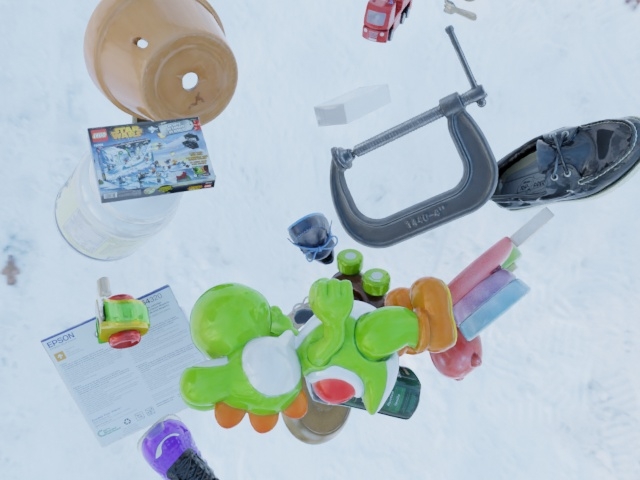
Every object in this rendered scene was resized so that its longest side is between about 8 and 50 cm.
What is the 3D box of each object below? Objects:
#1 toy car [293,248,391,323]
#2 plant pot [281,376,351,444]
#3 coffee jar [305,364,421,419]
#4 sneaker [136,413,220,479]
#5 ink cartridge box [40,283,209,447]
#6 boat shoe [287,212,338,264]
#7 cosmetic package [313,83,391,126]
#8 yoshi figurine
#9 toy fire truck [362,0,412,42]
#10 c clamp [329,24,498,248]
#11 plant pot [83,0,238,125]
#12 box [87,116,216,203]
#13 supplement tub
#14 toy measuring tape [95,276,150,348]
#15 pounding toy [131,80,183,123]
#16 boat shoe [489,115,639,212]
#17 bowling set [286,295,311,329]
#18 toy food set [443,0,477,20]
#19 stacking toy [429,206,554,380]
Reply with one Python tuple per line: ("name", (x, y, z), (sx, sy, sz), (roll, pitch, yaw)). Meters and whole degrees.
("toy car", (0.025, 0.133, 1.315), (0.188, 0.149, 0.155), (-25, 131, -28))
("plant pot", (0.000, 0.382, 1.767), (0.236, 0.032, 0.236), (8, 78, -39))
("coffee jar", (0.067, 0.236, 1.190), (0.185, 0.096, 0.079), (14, 101, -16))
("sneaker", (-0.253, 0.457, 1.411), (0.146, 0.293, 0.102), (32, 61, 33))
("ink cartridge box", (-0.451, 0.298, 1.752), (0.324, 0.071, 0.330), (-23, 111, -8))
("boat shoe", (0.000, 0.000, 1.664), (0.109, 0.258, 0.089), (-29, 75, 11))
("cosmetic package", (0.091, -0.367, 1.947), (0.099, 0.239, 0.060), (-1, 112, 37))
("yoshi figurine", (-0.020, 0.112, 0.964), (0.362, 0.203, 0.203), (-13, 122, -17))
("toy fire truck", (0.123, -0.421, 1.166), (0.047, 0.135, 0.192), (18, 47, 15))
("c clamp", (0.072, -0.072, 0.588), (0.161, 0.022, 0.137), (-30, 93, 19))
("plant pot", (-0.294, -0.352, 1.423), (0.291, 0.291, 0.203), (-42, 47, -4))
("box", (-0.204, -0.099, 0.870), (0.137, 0.027, 0.093), (-9, 65, -20))
("supplement tub", (-0.460, -0.096, 1.642), (0.236, 0.325, 0.235), (11, 69, -29))
("toy measuring tape", (-0.416, 0.149, 1.523), (0.122, 0.330, 0.121), (7, 62, -14))
("pounding toy", (-0.365, -0.340, 1.651), (0.130, 0.100, 0.141), (1, 131, -16))
("boat shoe", (0.399, -0.132, 1.235), (0.113, 0.340, 0.127), (9, 78, -28))
("bowling set", (0.014, 0.175, 1.653), (0.154, 0.200, 0.287), (-37, 128, 7))
("toy food set", (0.310, -0.563, 1.497), (0.132, 0.039, 0.191), (0, 93, -43))
("stacking toy", (0.305, 0.106, 1.248), (0.280, 0.309, 0.130), (-34, 74, -24))
